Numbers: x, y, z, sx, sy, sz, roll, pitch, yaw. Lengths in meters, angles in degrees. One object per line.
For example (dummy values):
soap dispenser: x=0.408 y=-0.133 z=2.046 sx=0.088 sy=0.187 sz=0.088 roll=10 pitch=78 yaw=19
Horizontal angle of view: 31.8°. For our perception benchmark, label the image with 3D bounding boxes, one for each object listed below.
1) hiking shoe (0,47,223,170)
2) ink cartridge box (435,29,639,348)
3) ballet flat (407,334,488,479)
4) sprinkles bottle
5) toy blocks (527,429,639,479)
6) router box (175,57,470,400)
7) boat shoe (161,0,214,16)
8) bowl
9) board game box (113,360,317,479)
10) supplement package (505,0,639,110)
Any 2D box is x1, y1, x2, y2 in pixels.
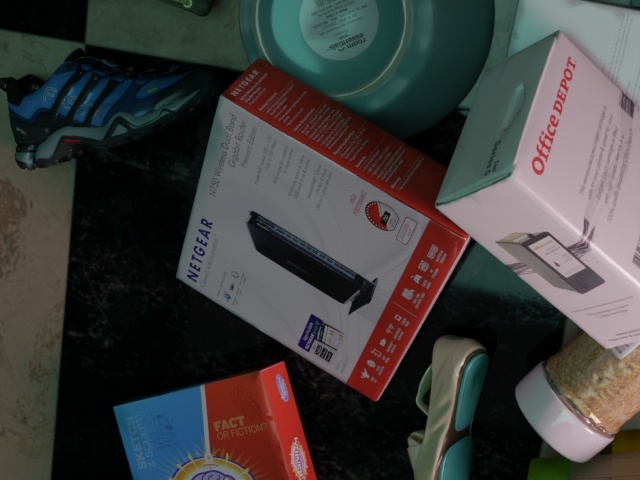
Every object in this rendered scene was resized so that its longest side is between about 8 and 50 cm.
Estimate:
hiking shoe: x=-0.271 y=-0.181 z=1.404 sx=0.304 sy=0.113 sz=0.132 roll=-14 pitch=98 yaw=19
ink cartridge box: x=0.271 y=-0.049 z=1.164 sx=0.273 sy=0.198 sz=0.115 roll=38 pitch=145 yaw=-22
ballet flat: x=0.151 y=0.232 z=1.397 sx=0.086 sy=0.086 sz=0.248 roll=14 pitch=104 yaw=13
sprinkles bottle: x=0.382 y=0.096 z=1.266 sx=0.121 sy=0.121 sz=0.355 roll=44 pitch=110 yaw=3
toy blocks: x=0.450 y=0.376 z=1.297 sx=0.381 sy=0.191 sz=0.261 roll=-7 pitch=111 yaw=19
router box: x=0.000 y=0.000 z=1.298 sx=0.301 sy=0.082 sz=0.335 roll=31 pitch=140 yaw=8
boat shoe: x=-0.269 y=-0.342 z=1.371 sx=0.305 sy=0.109 sz=0.091 roll=12 pitch=100 yaw=10
bowl: x=0.030 y=-0.254 z=1.273 sx=0.311 sy=0.163 sz=0.311 roll=4 pitch=103 yaw=17
board game box: x=-0.119 y=0.338 z=1.462 sx=0.242 sy=0.064 sz=0.316 roll=-17 pitch=88 yaw=26
supplement package: x=0.300 y=-0.209 z=1.231 sx=0.179 sy=0.105 sz=0.105 roll=14 pitch=107 yaw=13
